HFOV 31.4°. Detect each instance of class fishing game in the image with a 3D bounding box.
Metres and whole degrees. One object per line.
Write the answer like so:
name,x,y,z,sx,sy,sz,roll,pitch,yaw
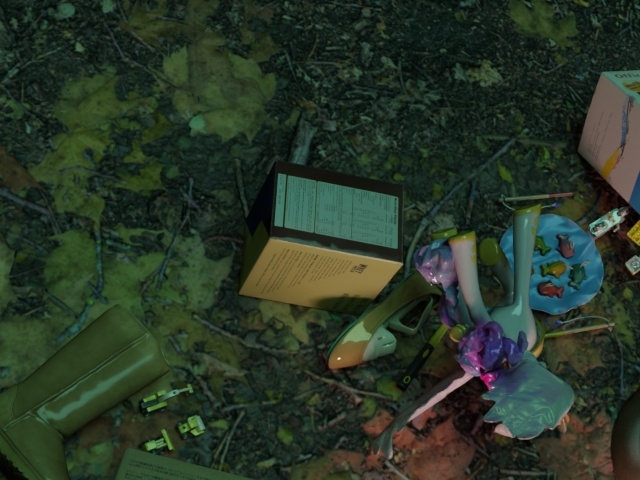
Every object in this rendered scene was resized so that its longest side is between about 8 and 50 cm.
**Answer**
fishing game,0.386,0.034,1.912,0.189,0.041,0.264,-5,67,-8

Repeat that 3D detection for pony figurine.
pony figurine,0.250,0.158,1.674,0.351,0.302,0.364,-20,98,-47

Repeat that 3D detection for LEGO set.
LEGO set,0.577,0.071,1.960,0.132,0.107,0.287,-26,76,8

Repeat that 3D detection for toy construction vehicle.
toy construction vehicle,-0.215,0.254,1.613,0.098,0.035,0.086,-15,69,-25

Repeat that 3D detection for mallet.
mallet,0.185,0.167,1.797,0.062,0.039,0.190,33,63,-3

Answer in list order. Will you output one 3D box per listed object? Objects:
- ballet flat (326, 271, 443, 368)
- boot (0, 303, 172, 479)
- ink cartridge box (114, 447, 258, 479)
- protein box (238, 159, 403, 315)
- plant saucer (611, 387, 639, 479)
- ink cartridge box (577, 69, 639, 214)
ballet flat,0.106,0.130,1.754,0.073,0.080,0.232,33,56,25
boot,-0.312,0.235,1.551,0.269,0.089,0.236,-34,71,-30
ink cartridge box,-0.171,0.398,1.495,0.234,0.088,0.193,14,60,4
protein box,0.000,0.000,1.721,0.201,0.200,0.136,11,61,-13
plant saucer,0.618,0.346,1.804,0.310,0.050,0.311,2,61,-3
ink cartridge box,0.591,-0.172,1.980,0.171,0.168,0.233,-5,36,-22
